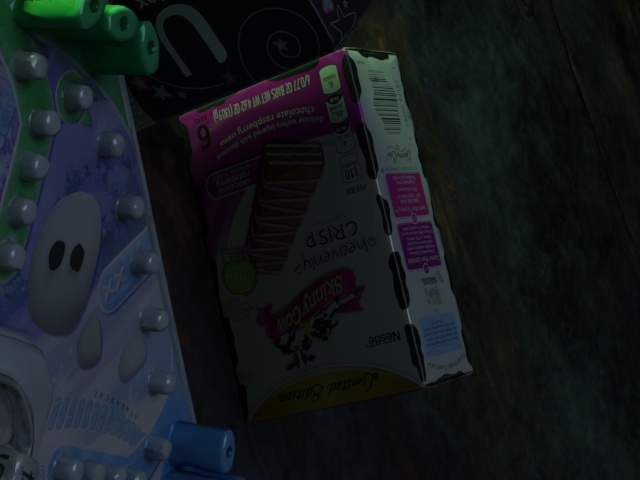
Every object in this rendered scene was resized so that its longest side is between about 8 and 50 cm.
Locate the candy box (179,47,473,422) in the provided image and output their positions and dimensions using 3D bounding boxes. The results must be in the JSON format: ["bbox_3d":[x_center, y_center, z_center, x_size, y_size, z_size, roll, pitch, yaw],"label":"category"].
[{"bbox_3d":[0.000,0.000,0.877,0.071,0.159,0.233,-7,82,-54],"label":"candy box"}]

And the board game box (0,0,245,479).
[{"bbox_3d":[-0.158,0.100,0.573,0.390,0.050,0.390,-52,142,-50],"label":"board game box"}]

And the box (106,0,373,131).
[{"bbox_3d":[-0.091,-0.161,0.735,0.142,0.247,0.163,57,38,-21],"label":"box"}]
